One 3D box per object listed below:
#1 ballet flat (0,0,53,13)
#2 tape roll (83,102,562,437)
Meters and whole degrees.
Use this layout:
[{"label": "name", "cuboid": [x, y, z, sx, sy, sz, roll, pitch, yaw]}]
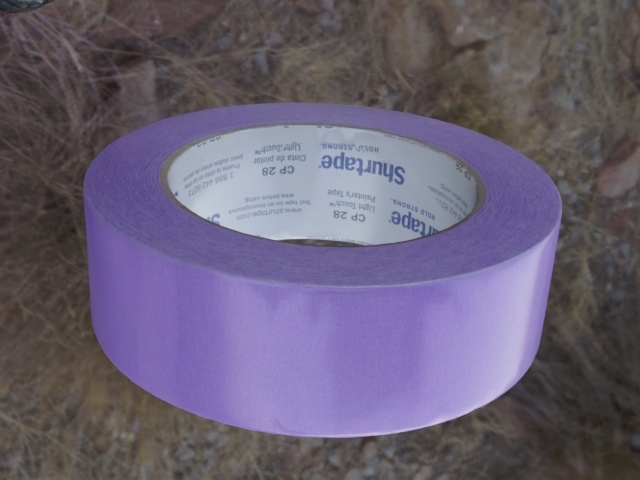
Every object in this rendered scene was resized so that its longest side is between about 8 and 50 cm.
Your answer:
[{"label": "ballet flat", "cuboid": [-0.097, -0.152, 0.442, 0.173, 0.057, 0.049, -22, 156, 17]}, {"label": "tape roll", "cuboid": [0.000, 0.000, 0.586, 0.275, 0.275, 0.090, -20, 124, -37]}]
